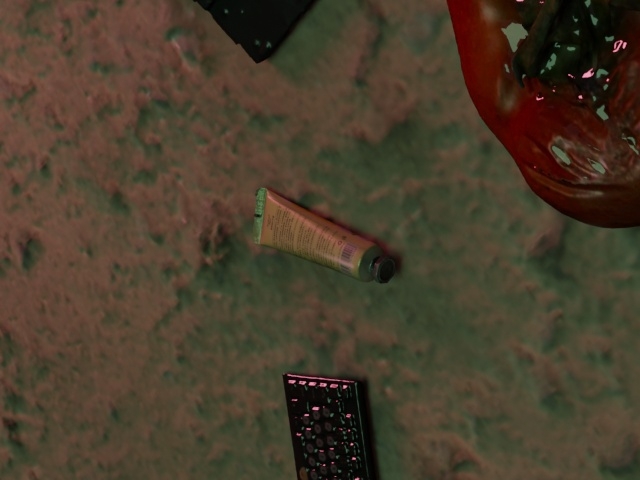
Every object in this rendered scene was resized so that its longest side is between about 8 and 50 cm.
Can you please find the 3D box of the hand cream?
[{"bbox_3d":[0.000,0.000,1.041,0.102,0.022,0.035,23,117,39],"label":"hand cream"}]

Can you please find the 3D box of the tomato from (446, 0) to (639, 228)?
[{"bbox_3d":[0.139,-0.106,0.843,0.228,0.101,0.228,16,115,38],"label":"tomato"}]

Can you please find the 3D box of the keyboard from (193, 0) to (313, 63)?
[{"bbox_3d":[-0.001,-0.177,0.991,0.060,0.018,0.195,49,129,8],"label":"keyboard"}]

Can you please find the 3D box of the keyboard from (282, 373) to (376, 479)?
[{"bbox_3d":[0.014,0.176,1.088,0.063,0.010,0.198,1,104,41],"label":"keyboard"}]
